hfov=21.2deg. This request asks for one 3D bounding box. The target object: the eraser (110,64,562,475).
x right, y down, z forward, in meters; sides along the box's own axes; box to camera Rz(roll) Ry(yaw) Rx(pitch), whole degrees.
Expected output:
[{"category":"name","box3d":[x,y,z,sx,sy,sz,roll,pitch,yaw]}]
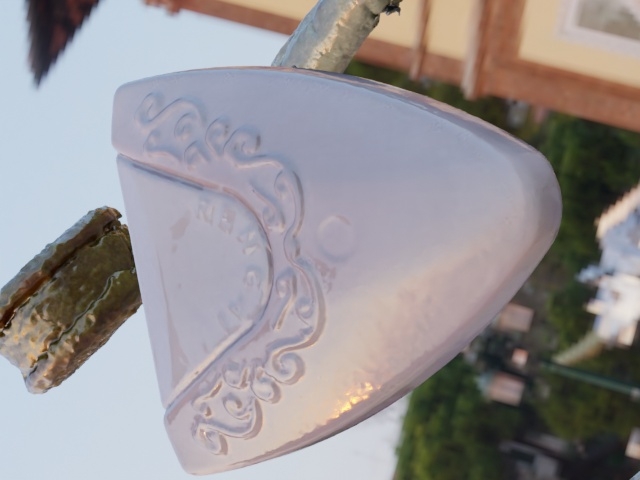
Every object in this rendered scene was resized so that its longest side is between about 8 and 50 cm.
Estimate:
[{"category":"eraser","box3d":[-0.001,0.000,0.795,0.059,0.243,0.204,-8,-95,-49]}]

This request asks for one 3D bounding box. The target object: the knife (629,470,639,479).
[{"category":"knife","box3d":[0.206,0.084,0.774,0.365,0.043,0.089,-41,-46,-3]}]

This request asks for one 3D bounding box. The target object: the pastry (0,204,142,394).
[{"category":"pastry","box3d":[-0.236,0.057,1.624,0.189,0.103,0.189,-44,1,1]}]

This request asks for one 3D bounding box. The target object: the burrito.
[{"category":"burrito","box3d":[-0.010,-0.099,0.981,0.185,0.041,0.045,-52,48,39]}]
